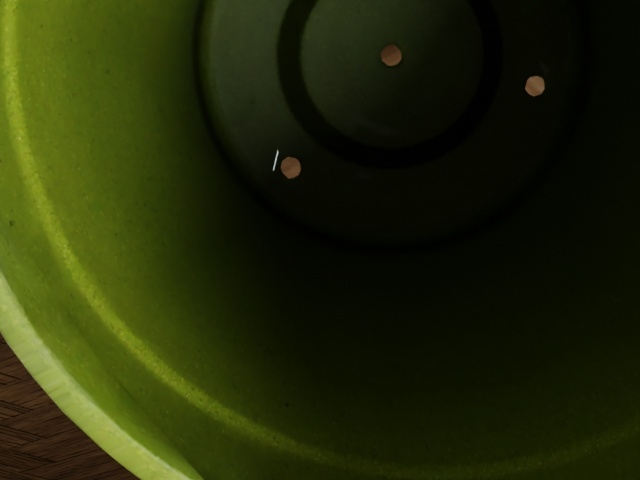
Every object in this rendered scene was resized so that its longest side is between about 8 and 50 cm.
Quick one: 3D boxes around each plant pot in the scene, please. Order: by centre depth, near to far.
[{"bbox_3d":[0.046,-0.085,0.585,0.366,0.367,0.353,1,-173,-1],"label":"plant pot"}]
